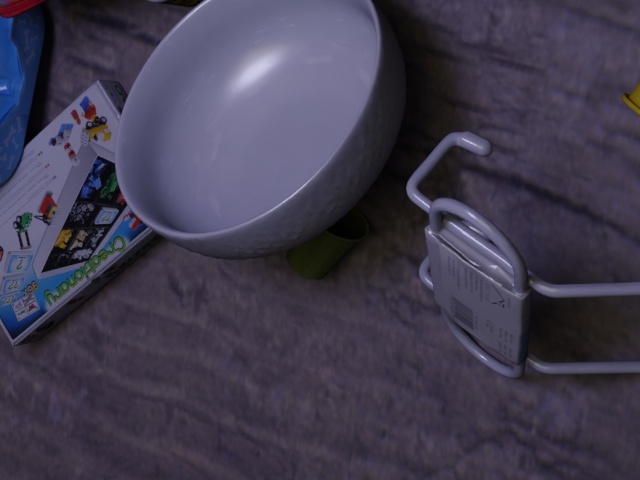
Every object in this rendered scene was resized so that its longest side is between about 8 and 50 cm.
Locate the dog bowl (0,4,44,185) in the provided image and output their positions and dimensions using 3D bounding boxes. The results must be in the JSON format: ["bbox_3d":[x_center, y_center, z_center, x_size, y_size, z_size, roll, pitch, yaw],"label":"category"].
[{"bbox_3d":[-0.427,-0.195,1.739,0.166,0.074,0.297,9,89,35],"label":"dog bowl"}]

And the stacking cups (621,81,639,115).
[{"bbox_3d":[0.419,-0.236,1.336,0.096,0.096,0.316,41,111,17],"label":"stacking cups"}]

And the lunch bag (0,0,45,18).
[{"bbox_3d":[-0.264,-0.370,1.567,0.293,0.258,0.120,-18,124,29],"label":"lunch bag"}]

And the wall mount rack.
[{"bbox_3d":[0.228,0.044,1.377,0.304,0.350,0.130,36,74,21],"label":"wall mount rack"}]

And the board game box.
[{"bbox_3d":[-0.317,-0.031,1.739,0.305,0.053,0.193,-37,77,24],"label":"board game box"}]

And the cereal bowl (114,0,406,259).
[{"bbox_3d":[-0.050,-0.122,1.517,0.339,0.141,0.339,-17,54,25],"label":"cereal bowl"}]

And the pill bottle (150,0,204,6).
[{"bbox_3d":[-0.175,-0.304,1.610,0.065,0.116,0.065,3,96,27],"label":"pill bottle"}]

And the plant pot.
[{"bbox_3d":[0.000,0.000,1.579,0.083,0.083,0.079,43,123,17],"label":"plant pot"}]
